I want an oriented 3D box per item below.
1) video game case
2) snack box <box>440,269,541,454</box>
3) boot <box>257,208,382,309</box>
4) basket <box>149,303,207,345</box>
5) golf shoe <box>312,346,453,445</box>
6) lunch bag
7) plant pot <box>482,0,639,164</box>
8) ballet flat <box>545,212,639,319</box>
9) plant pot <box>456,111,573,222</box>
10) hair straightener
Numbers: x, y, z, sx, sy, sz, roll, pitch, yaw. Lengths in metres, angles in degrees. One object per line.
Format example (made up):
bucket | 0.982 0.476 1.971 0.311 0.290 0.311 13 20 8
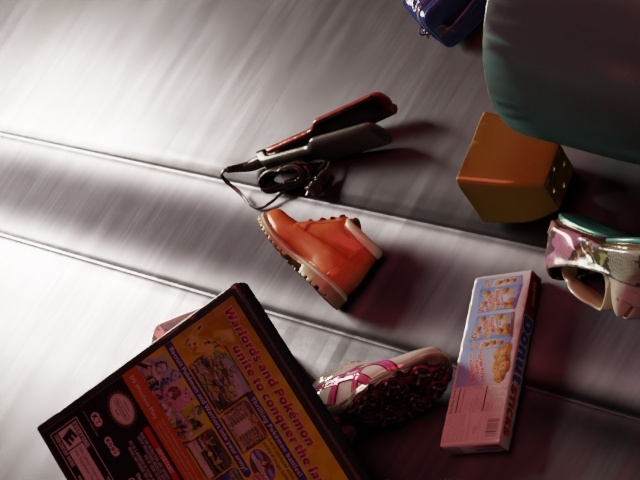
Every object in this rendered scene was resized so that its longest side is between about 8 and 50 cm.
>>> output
video game case | -0.096 0.220 1.631 0.248 0.035 0.275 -36 78 15
snack box | 0.157 0.111 1.619 0.064 0.022 0.178 -10 53 38
boot | 0.000 0.000 1.827 0.084 0.059 0.158 -47 48 -3
basket | -0.103 0.159 1.751 0.113 0.103 0.167 -21 48 29
golf shoe | 0.040 0.138 1.667 0.186 0.067 0.086 -28 42 23
lunch bag | 0.140 -0.256 1.891 0.098 0.067 0.065 -47 39 4
plant pot | 0.321 -0.192 1.522 0.235 0.293 0.293 25 77 35
ballet flat | 0.260 0.025 1.537 0.221 0.077 0.079 -161 78 -68
plant pot | 0.192 -0.065 1.687 0.083 0.081 0.081 9 65 32
hair straightener | -0.020 -0.088 1.916 0.230 0.047 0.089 -16 49 33
